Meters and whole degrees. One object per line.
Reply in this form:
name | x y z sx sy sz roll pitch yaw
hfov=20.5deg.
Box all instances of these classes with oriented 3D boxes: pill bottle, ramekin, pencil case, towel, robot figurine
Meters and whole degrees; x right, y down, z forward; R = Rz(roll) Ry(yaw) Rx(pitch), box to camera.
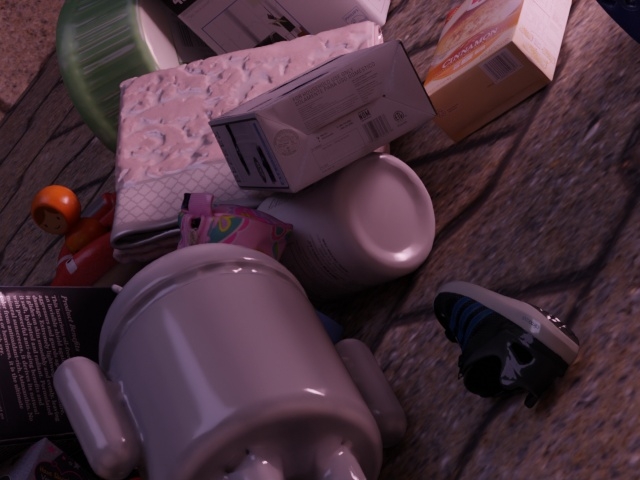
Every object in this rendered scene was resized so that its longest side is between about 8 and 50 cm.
pill bottle | 0.000 0.000 1.839 0.229 0.131 0.131 -22 31 49
ramekin | -0.224 -0.265 2.574 0.148 0.303 0.303 -24 29 34
pencil case | -0.109 0.100 1.733 0.124 0.124 0.284 7 86 66
towel | -0.084 -0.121 2.063 0.332 0.053 0.317 -12 42 9
robot figurine | -0.075 0.140 1.532 0.353 0.300 0.200 61 141 45

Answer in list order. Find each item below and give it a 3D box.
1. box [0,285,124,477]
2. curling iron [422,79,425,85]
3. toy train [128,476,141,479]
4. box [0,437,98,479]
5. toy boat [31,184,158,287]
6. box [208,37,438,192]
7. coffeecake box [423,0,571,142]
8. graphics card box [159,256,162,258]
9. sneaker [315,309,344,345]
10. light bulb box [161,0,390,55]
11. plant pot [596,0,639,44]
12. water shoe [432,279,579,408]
box | -0.358 0.180 1.936 0.296 0.294 0.182 -30 68 37
curling iron | 0.072 -0.119 2.072 0.274 0.035 0.068 -41 41 2
toy train | -0.135 0.316 1.582 0.143 0.105 0.248 -17 33 31
box | -0.320 0.333 1.808 0.247 0.163 0.142 -32 24 36
toy boat | -0.284 -0.005 2.123 0.151 0.151 0.231 -43 20 13
box | -0.006 -0.125 1.827 0.169 0.087 0.290 -28 7 -9
coffeecake box | 0.194 -0.214 1.945 0.142 0.068 0.185 -33 23 36
graphics card box | -0.203 0.090 2.140 0.371 0.094 0.233 -32 25 39
sneaker | -0.057 0.117 1.827 0.232 0.081 0.090 -13 49 62
light bulb box | -0.088 -0.448 2.534 0.225 0.361 0.358 -36 23 28
plant pot | 0.329 -0.357 1.657 0.236 0.212 0.236 -59 7 -30
water shoe | 0.135 0.087 1.486 0.080 0.073 0.203 -53 20 -10
